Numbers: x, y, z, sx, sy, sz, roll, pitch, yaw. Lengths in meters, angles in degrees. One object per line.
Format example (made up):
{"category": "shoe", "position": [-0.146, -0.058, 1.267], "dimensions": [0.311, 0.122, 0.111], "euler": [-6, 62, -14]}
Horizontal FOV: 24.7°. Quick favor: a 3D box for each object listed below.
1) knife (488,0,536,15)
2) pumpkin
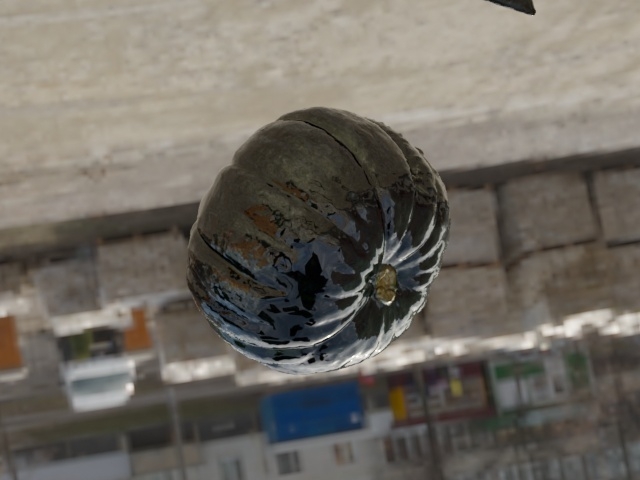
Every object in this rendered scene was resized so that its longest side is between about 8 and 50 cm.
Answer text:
{"category": "knife", "position": [0.017, -0.172, 0.796], "dimensions": [0.222, 0.046, 0.021], "euler": [23, 127, -6]}
{"category": "pumpkin", "position": [0.000, 0.000, 1.150], "dimensions": [0.162, 0.221, 0.220], "euler": [32, -164, 31]}
